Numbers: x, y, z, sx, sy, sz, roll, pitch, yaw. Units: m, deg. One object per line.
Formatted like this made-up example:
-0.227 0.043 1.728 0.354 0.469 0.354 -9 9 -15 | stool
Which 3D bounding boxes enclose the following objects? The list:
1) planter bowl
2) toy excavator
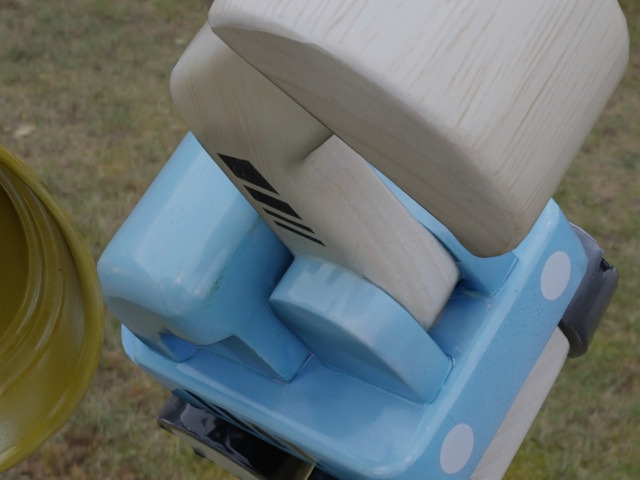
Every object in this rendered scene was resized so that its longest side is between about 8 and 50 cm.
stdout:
-0.196 0.004 0.501 0.217 0.217 0.090 1 36 -9 | planter bowl
0.000 0.000 0.627 0.432 0.445 0.222 18 69 45 | toy excavator
